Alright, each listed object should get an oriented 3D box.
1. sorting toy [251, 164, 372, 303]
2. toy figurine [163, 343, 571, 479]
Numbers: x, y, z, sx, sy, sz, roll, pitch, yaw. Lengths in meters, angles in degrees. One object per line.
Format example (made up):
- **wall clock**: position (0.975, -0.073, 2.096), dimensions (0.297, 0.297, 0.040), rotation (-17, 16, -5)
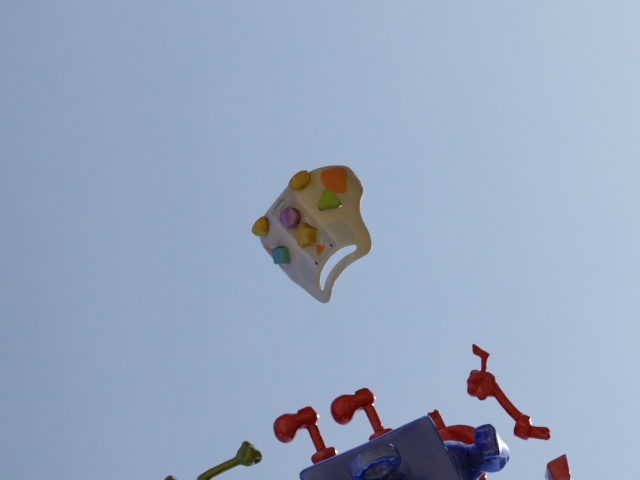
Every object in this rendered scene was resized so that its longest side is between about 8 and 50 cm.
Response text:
- **sorting toy**: position (0.000, 0.000, 1.144), dimensions (0.045, 0.083, 0.075), rotation (20, -155, -49)
- **toy figurine**: position (0.012, 0.185, 1.316), dimensions (0.362, 0.217, 0.191), rotation (-21, -112, -4)
